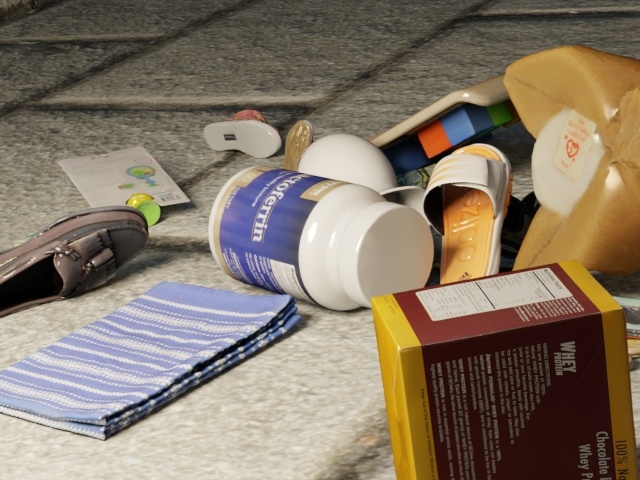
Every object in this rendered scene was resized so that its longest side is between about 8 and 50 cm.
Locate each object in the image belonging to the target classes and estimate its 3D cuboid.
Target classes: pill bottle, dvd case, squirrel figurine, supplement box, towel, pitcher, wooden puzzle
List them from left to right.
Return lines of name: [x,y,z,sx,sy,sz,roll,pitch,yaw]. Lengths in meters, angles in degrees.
towel: [-0.211,0.123,1.829,0.243,0.040,0.336,7,24,39]
pill bottle: [0.000,0.000,1.922,0.153,0.153,0.265,-23,24,-37]
pitcher: [0.029,-0.051,2.134,0.178,0.125,0.207,-29,35,-11]
wooden puzzle: [0.200,-0.167,2.321,0.348,0.080,0.322,-22,1,44]
supplement box: [0.161,0.140,1.394,0.194,0.191,0.129,-10,19,-5]
dvd case: [0.368,0.086,1.713,0.119,0.013,0.087,7,21,13]
squirrel figurine: [0.454,-0.098,1.829,0.370,0.281,0.397,3,-16,-30]

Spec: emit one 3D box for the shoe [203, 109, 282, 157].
shoe: [-0.107,-0.180,2.614,0.081,0.063,0.178,-30,24,-36]

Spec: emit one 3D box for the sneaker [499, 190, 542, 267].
sneaker: [0.251,-0.026,2.007,0.067,0.078,0.188,4,22,30]

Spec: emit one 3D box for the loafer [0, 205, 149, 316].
loafer: [-0.355,0.047,2.044,0.302,0.109,0.095,-18,40,-11]

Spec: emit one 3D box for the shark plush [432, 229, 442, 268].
shark plush: [0.142,-0.002,1.997,0.073,0.067,0.161,9,25,40]

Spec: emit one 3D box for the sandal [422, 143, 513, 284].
sandal: [0.171,-0.038,1.916,0.102,0.076,0.265,-24,38,27]

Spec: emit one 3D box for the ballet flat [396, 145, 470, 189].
ballet flat: [0.179,-0.080,2.238,0.188,0.070,0.070,-25,25,-36]

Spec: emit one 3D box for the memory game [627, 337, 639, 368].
memory game: [0.259,0.112,1.710,0.186,0.012,0.186,-8,19,3]

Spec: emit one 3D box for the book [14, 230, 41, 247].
book: [-0.342,0.004,2.241,0.144,0.035,0.096,3,18,33]

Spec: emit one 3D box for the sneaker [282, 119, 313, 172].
sneaker: [-0.017,-0.132,2.371,0.067,0.118,0.042,-20,48,-40]

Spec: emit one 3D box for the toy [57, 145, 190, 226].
toy: [-0.296,-0.072,2.398,0.137,0.056,0.237,-11,24,-21]
